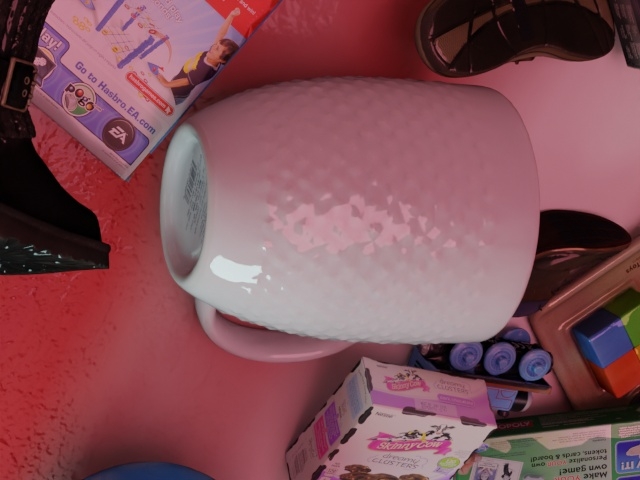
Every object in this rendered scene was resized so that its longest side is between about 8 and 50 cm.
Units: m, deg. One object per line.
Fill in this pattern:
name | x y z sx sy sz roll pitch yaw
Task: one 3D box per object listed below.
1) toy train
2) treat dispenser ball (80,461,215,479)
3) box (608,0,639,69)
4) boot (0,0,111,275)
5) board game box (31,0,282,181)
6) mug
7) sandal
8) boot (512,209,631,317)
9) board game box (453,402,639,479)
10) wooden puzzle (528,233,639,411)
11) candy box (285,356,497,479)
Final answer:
toy train | 0.188 0.154 1.920 0.184 0.080 0.105 10 111 -28
treat dispenser ball | -0.183 0.377 1.712 0.288 0.288 0.288 -7 109 -21
box | 0.397 -0.329 1.849 0.175 0.051 0.220 -32 116 -23
boot | -0.291 -0.113 1.503 0.348 0.131 0.260 36 55 -67
board game box | -0.213 -0.272 1.606 0.308 0.086 0.302 42 87 -28
mug | 0.000 0.000 1.703 0.328 0.276 0.374 2 138 -23
sandal | 0.210 -0.244 1.789 0.302 0.086 0.120 -12 93 -35
boot | 0.261 0.029 1.924 0.219 0.082 0.106 -4 130 -26
board game box | 0.321 0.309 1.983 0.317 0.046 0.214 -6 113 -3
wooden puzzle | 0.458 0.138 2.023 0.322 0.080 0.348 -33 116 -10
candy box | 0.078 0.227 1.846 0.164 0.070 0.196 13 134 -25
